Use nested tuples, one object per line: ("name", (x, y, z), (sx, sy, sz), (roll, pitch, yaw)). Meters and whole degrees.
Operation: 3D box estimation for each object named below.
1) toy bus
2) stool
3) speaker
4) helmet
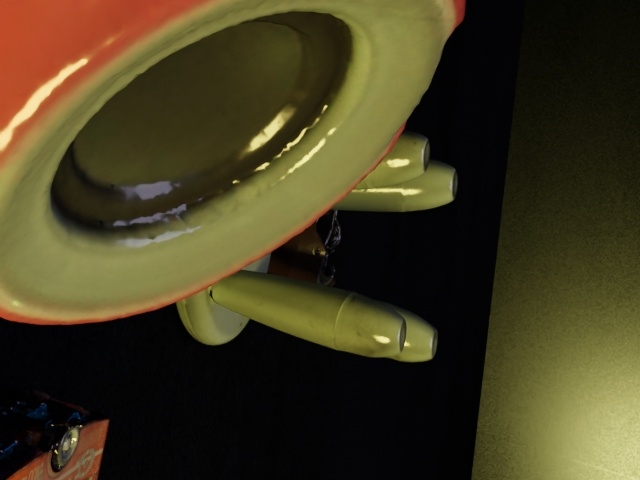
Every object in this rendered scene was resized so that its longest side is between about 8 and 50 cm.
("toy bus", (-0.189, 0.146, 0.682), (0.235, 0.073, 0.096), (-36, 137, -71))
("stool", (0.000, 0.000, 1.064), (0.195, 0.198, 0.195), (28, 69, -75))
("speaker", (-0.085, -0.096, 0.573), (0.294, 0.294, 0.294), (6, 90, -74))
("helmet", (-0.019, -0.012, 1.223), (0.098, 0.070, 0.123), (75, 19, -67))
